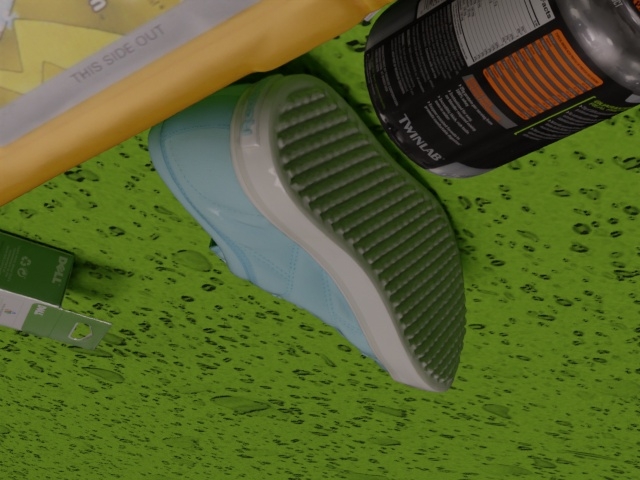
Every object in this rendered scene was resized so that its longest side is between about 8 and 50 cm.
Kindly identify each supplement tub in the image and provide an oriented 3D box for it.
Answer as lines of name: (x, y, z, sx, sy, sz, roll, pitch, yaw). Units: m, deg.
supplement tub: (0.122, -0.114, 0.591, 0.117, 0.117, 0.190, 27, 149, -29)

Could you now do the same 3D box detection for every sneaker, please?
sneaker: (0.000, 0.000, 0.869, 0.150, 0.135, 0.366, 1, 144, 34)

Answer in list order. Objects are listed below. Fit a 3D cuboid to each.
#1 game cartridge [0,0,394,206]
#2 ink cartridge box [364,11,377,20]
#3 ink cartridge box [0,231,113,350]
game cartridge: (-0.125, -0.168, 0.494, 0.323, 0.053, 0.285, -24, 132, 20)
ink cartridge box: (-0.003, -0.179, 0.583, 0.122, 0.052, 0.088, 24, 151, -22)
ink cartridge box: (-0.316, 0.045, 1.126, 0.209, 0.062, 0.109, 19, 152, -16)
